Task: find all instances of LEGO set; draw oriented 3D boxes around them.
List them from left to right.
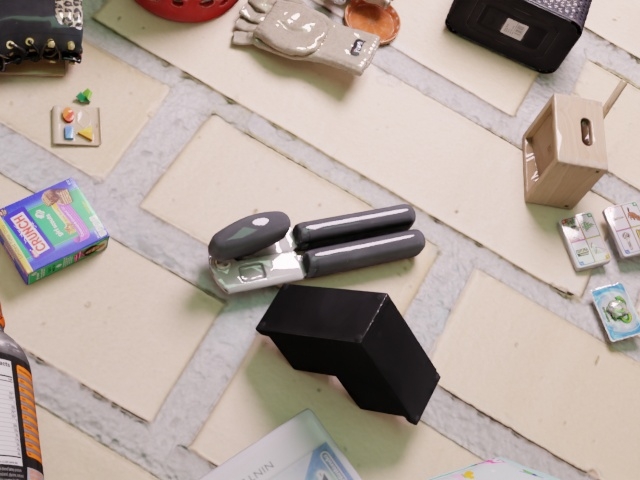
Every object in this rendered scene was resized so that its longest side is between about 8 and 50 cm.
[{"bbox_3d":[0.442,0.065,1.430,0.183,0.060,0.244,-15,66,-8],"label":"LEGO set"}]

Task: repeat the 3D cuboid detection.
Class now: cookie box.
[{"bbox_3d":[-0.319,-0.011,1.257,0.107,0.040,0.091,-28,74,-25],"label":"cookie box"}]

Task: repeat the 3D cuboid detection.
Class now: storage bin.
[{"bbox_3d":[0.286,-0.334,1.536,0.180,0.122,0.084,25,59,-1],"label":"storage bin"}]

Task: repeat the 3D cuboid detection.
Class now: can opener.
[{"bbox_3d":[0.000,0.000,1.304,0.284,0.095,0.076,-11,67,-19],"label":"can opener"}]

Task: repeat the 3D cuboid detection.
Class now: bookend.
[{"bbox_3d":[0.034,0.132,1.247,0.157,0.156,0.072,56,52,-35],"label":"bookend"}]

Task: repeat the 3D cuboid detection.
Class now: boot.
[{"bbox_3d":[-0.384,-0.230,1.316,0.179,0.085,0.236,3,63,-16],"label":"boot"}]

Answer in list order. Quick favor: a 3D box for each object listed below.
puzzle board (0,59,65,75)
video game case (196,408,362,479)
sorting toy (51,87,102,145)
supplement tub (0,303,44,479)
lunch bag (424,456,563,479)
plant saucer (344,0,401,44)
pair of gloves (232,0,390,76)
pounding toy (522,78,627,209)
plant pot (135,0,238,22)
[{"bbox_3d":[-0.397,-0.254,1.380,0.128,0.011,0.096,-1,65,-14],"label":"puzzle board"},{"bbox_3d":[-0.036,0.388,1.128,0.300,0.036,0.329,-30,74,-26],"label":"video game case"},{"bbox_3d":[-0.309,-0.158,1.351,0.062,0.012,0.083,-1,64,-15],"label":"sorting toy"},{"bbox_3d":[-0.374,0.222,1.027,0.207,0.207,0.338,-6,64,-18],"label":"supplement tub"},{"bbox_3d":[0.187,0.351,1.108,0.223,0.160,0.262,-10,53,-38],"label":"lunch bag"},{"bbox_3d":[0.074,-0.315,1.533,0.084,0.013,0.083,7,62,-12],"label":"plant saucer"},{"bbox_3d":[0.000,-0.339,1.502,0.204,0.042,0.240,17,59,4],"label":"pair of gloves"},{"bbox_3d":[0.346,-0.135,1.444,0.100,0.130,0.141,9,61,-10],"label":"pounding toy"},{"bbox_3d":[-0.170,-0.409,1.411,0.191,0.174,0.191,4,74,-15],"label":"plant pot"}]
